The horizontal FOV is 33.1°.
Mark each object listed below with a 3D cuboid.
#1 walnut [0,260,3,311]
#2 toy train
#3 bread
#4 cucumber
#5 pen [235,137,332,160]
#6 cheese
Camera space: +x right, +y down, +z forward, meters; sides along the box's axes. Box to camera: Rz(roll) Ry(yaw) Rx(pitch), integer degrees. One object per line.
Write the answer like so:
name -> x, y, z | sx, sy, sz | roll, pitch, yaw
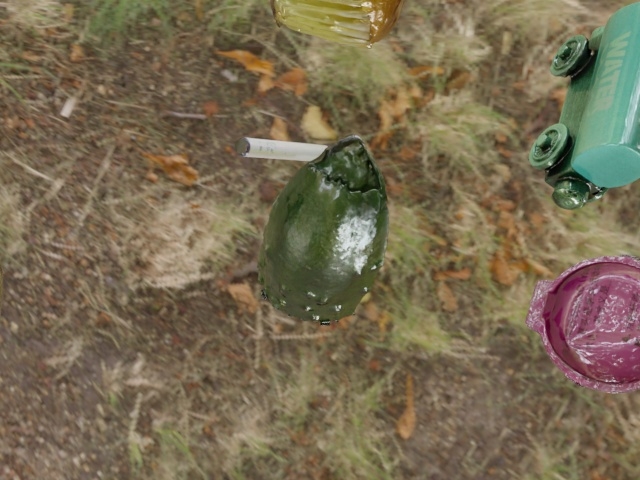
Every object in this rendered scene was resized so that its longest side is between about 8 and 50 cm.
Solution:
walnut -> -0.287, 0.020, 0.659 | 0.178, 0.178, 0.230 | -28, 116, -18
toy train -> 0.318, -0.150, 1.180 | 0.101, 0.159, 0.248 | 31, 61, -20
bread -> 0.023, -0.246, 0.818 | 0.114, 0.132, 0.190 | 12, 119, 3
cucumber -> 0.000, 0.003, 1.339 | 0.105, 0.325, 0.145 | -27, 71, -26
pen -> -0.039, -0.143, 1.740 | 0.269, 0.033, 0.033 | -2, 105, -53
cheese -> 0.203, 0.055, 0.676 | 0.038, 0.145, 0.095 | 68, 39, -65
